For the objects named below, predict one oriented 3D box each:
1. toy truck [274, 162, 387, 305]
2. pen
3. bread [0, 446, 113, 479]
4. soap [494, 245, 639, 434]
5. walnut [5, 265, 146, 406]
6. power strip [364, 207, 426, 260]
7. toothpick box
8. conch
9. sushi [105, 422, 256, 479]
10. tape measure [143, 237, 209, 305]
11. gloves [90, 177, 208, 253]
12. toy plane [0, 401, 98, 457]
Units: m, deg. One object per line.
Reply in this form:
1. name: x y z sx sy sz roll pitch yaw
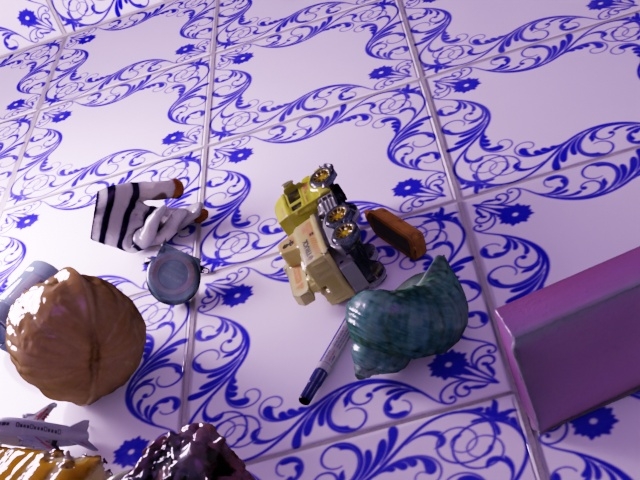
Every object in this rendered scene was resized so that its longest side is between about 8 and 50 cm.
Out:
1. toy truck: 0.000 0.000 1.808 0.157 0.124 0.272 -29 36 7
2. pen: 0.017 0.174 1.631 0.025 0.025 0.204 2 40 32
3. bread: -0.435 0.398 1.486 0.239 0.111 0.246 -1 35 24
4. soap: 0.366 0.122 1.371 0.259 0.181 0.081 -24 33 -1
5. walnut: -0.400 0.152 1.731 0.225 0.225 0.261 -33 30 -17
6. power strip: 0.125 -0.019 1.825 0.028 0.049 0.178 -28 33 -19
7. toothpick box: -0.543 0.121 1.952 0.101 0.101 0.153 5 41 35
8. conch: 0.124 0.120 1.560 0.202 0.134 0.196 -27 -8 1
9. sushi: -0.197 0.369 1.340 0.236 0.171 0.270 19 55 45
10. tape measure: -0.276 0.073 1.934 0.107 0.104 0.180 -64 13 -18
11. gloves: -0.332 -0.042 2.071 0.218 0.131 0.140 8 30 -11
12. toy plane: -0.432 0.298 1.625 0.171 0.066 0.162 1 21 -24
